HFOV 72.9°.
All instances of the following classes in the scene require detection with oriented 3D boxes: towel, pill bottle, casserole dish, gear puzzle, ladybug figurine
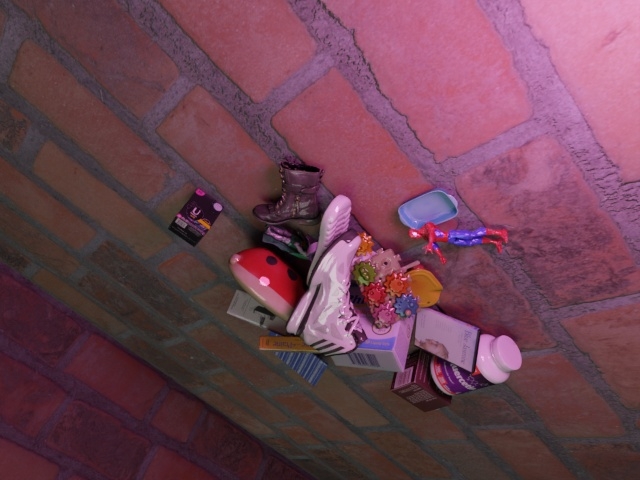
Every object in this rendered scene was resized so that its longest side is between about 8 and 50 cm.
[{"bbox_3d":[-0.123,0.552,2.119,0.336,0.040,0.243,36,138,14],"label":"towel"},{"bbox_3d":[0.589,0.471,1.656,0.181,0.181,0.323,35,137,-12],"label":"pill bottle"},{"bbox_3d":[0.324,-0.098,1.303,0.188,0.037,0.114,-24,120,41],"label":"casserole dish"},{"bbox_3d":[0.200,0.121,1.443,0.175,0.044,0.339,-26,92,10],"label":"gear puzzle"},{"bbox_3d":[-0.161,0.164,1.645,0.449,0.162,0.305,42,-179,-41],"label":"ladybug figurine"}]

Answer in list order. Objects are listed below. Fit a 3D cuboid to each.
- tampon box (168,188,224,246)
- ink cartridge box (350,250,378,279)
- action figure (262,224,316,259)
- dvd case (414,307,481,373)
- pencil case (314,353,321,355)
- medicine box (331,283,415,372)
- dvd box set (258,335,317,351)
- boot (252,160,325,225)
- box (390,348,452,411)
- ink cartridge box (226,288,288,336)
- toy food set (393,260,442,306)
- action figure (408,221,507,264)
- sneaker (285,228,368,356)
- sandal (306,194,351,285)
[{"bbox_3d":[-0.455,-0.084,1.590,0.120,0.161,0.101,37,137,-16],"label":"tampon box"},{"bbox_3d":[0.137,0.081,1.535,0.143,0.092,0.090,24,137,-1],"label":"ink cartridge box"},{"bbox_3d":[-0.093,0.007,1.565,0.232,0.137,0.063,29,127,-18],"label":"action figure"},{"bbox_3d":[0.461,0.361,1.600,0.253,0.022,0.180,19,117,41],"label":"dvd case"},{"bbox_3d":[-0.025,0.536,2.101,0.070,0.065,0.151,2,151,-35],"label":"pencil case"},{"bbox_3d":[0.190,0.314,1.600,0.263,0.289,0.149,-3,133,27],"label":"medicine box"},{"bbox_3d":[-0.021,0.449,1.848,0.420,0.062,0.307,0,164,9],"label":"dvd box set"},{"bbox_3d":[-0.110,-0.161,1.414,0.262,0.091,0.229,3,134,9],"label":"boot"},{"bbox_3d":[0.443,0.607,1.876,0.203,0.167,0.168,35,137,-12],"label":"box"},{"bbox_3d":[-0.248,0.324,1.899,0.272,0.114,0.197,21,165,5],"label":"ink cartridge box"},{"bbox_3d":[0.339,0.140,1.528,0.128,0.071,0.218,-33,118,18],"label":"toy food set"},{"bbox_3d":[0.399,0.019,1.284,0.280,0.139,0.091,8,146,10],"label":"action figure"},{"bbox_3d":[0.082,0.194,1.416,0.257,0.169,0.448,34,117,15],"label":"sneaker"},{"bbox_3d":[0.009,-0.007,1.465,0.102,0.169,0.416,35,137,16],"label":"sandal"}]
